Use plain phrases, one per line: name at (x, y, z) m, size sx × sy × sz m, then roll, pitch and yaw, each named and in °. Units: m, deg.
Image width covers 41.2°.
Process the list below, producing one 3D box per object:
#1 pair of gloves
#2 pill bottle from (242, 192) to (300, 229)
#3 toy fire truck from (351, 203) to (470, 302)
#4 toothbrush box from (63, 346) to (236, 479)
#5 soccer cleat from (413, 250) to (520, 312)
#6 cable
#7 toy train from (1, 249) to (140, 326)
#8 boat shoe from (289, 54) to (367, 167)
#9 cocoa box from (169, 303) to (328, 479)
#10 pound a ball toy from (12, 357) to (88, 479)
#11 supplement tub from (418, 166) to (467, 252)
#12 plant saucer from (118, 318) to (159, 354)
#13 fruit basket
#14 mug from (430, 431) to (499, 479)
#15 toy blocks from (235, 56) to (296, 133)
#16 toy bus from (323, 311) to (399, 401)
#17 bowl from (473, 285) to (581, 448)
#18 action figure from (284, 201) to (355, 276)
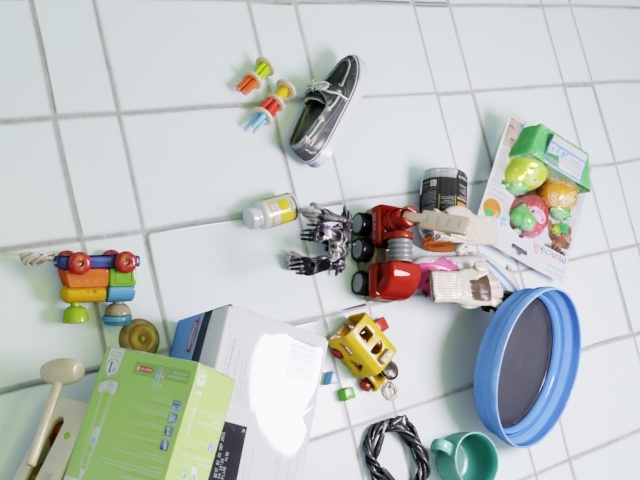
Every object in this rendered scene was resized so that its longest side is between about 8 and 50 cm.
pair of gloves at (0.343, 0.037, 1.981) m, size 0.204 × 0.042 × 0.240 m, roll 11°, pitch 73°, yaw -30°
pill bottle at (-0.107, -0.061, 1.848) m, size 0.116 × 0.065 × 0.065 m, roll -18°, pitch 87°, yaw -34°
toy fire truck at (0.199, 0.019, 1.908) m, size 0.159 × 0.246 × 0.217 m, roll 9°, pitch 73°, yaw -28°
toothbrush box at (-0.289, 0.337, 1.417) m, size 0.122 × 0.206 × 0.283 m, roll 42°, pitch 57°, yaw -54°
soccer cleat at (0.344, 0.081, 2.082) m, size 0.331 × 0.116 × 0.143 m, roll 19°, pitch 49°, yaw -26°
cable at (0.170, 0.488, 1.892) m, size 0.151 × 0.047 × 0.184 m, roll -17°, pitch 87°, yaw -34°
toy train at (-0.462, 0.091, 1.578) m, size 0.248 × 0.105 × 0.143 m, roll -1°, pitch 92°, yaw -32°
boat shoe at (0.009, -0.319, 1.960) m, size 0.105 × 0.113 × 0.306 m, roll 38°, pitch 69°, yaw -35°
cocoa box at (-0.167, 0.328, 1.613) m, size 0.231 × 0.228 × 0.347 m, roll 22°, pitch 67°, yaw -28°
pound a ball toy at (-0.471, 0.377, 1.450) m, size 0.208 × 0.136 × 0.319 m, roll 53°, pitch 49°, yaw -47°
supplement tub at (0.297, -0.073, 2.073) m, size 0.117 × 0.117 × 0.190 m, roll 15°, pitch 70°, yaw -28°
plant saucer at (-0.351, 0.193, 1.662) m, size 0.083 × 0.015 × 0.083 m, roll 8°, pitch 74°, yaw -30°
fruit basket at (0.572, -0.111, 2.228) m, size 0.327 × 0.165 × 0.353 m, roll 27°, pitch 68°, yaw -24°
mug at (0.322, 0.495, 1.954) m, size 0.129 × 0.097 × 0.157 m, roll -33°, pitch 95°, yaw -33°
toy blocks at (-0.138, -0.321, 1.903) m, size 0.123 × 0.054 × 0.148 m, roll 45°, pitch 59°, yaw -16°
toy bus at (0.115, 0.256, 1.882) m, size 0.202 × 0.104 × 0.190 m, roll 5°, pitch 75°, yaw -30°
bowl at (0.498, 0.298, 2.043) m, size 0.391 × 0.077 × 0.391 m, roll -12°, pitch 107°, yaw -45°
action figure at (0.000, 0.000, 1.843) m, size 0.141 × 0.276 × 0.164 m, roll 13°, pitch 96°, yaw 9°
